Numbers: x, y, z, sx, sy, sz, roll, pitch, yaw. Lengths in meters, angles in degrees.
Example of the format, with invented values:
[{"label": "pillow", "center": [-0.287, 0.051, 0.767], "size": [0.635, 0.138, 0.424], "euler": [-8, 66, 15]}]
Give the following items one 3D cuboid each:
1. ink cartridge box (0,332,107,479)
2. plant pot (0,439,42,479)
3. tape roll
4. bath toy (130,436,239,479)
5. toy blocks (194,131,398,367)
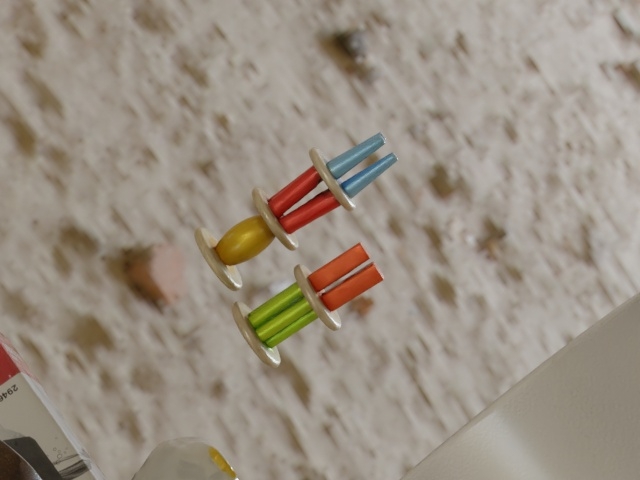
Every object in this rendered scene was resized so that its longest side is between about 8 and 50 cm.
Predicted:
[{"label": "ink cartridge box", "center": [-0.297, 0.242, 1.548], "size": [0.273, 0.197, 0.114], "euler": [53, -7, 10]}, {"label": "plant pot", "center": [-0.279, 0.233, 1.110], "size": [0.215, 0.215, 0.230], "euler": [50, 53, -14]}, {"label": "tape roll", "center": [0.144, 0.152, 0.880], "size": [0.169, 0.246, 0.246], "euler": [52, 23, 11]}, {"label": "bath toy", "center": [-0.046, 0.310, 1.285], "size": [0.348, 0.129, 0.151], "euler": [57, -12, -14]}, {"label": "toy blocks", "center": [0.000, 0.000, 1.179], "size": [0.123, 0.148, 0.054], "euler": [61, 10, 32]}]
